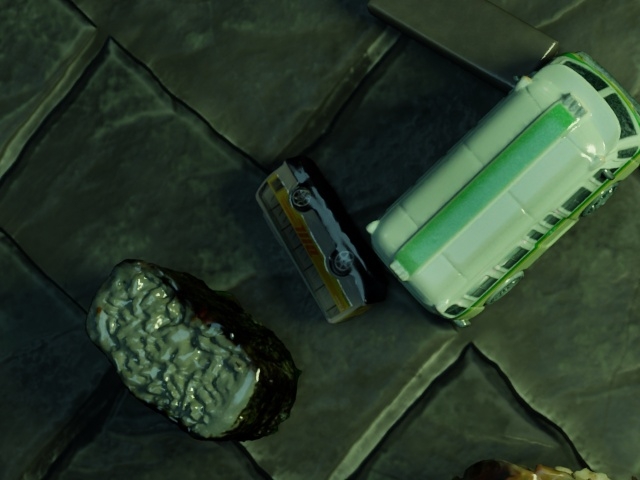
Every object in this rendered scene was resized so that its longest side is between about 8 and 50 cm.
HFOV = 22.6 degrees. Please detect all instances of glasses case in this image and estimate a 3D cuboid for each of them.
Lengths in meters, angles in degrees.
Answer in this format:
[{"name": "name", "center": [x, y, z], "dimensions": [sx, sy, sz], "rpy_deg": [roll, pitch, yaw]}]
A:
[{"name": "glasses case", "center": [0.141, -0.213, 1.600], "dimensions": [0.191, 0.042, 0.072], "rpy_deg": [33, 92, 17]}]

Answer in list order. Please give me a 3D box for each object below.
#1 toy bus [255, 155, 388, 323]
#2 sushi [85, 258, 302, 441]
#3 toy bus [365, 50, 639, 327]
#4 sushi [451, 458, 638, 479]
[{"name": "toy bus", "center": [0.000, 0.000, 1.634], "dimensions": [0.072, 0.057, 0.172], "rpy_deg": [-37, 77, 24]}, {"name": "sushi", "center": [-0.128, 0.115, 1.636], "dimensions": [0.225, 0.127, 0.124], "rpy_deg": [37, 100, 23]}, {"name": "toy bus", "center": [0.180, -0.050, 1.516], "dimensions": [0.276, 0.165, 0.133], "rpy_deg": [-45, 76, 13]}, {"name": "sushi", "center": [0.207, 0.400, 1.479], "dimensions": [0.418, 0.176, 0.417], "rpy_deg": [-3, 76, 12]}]
